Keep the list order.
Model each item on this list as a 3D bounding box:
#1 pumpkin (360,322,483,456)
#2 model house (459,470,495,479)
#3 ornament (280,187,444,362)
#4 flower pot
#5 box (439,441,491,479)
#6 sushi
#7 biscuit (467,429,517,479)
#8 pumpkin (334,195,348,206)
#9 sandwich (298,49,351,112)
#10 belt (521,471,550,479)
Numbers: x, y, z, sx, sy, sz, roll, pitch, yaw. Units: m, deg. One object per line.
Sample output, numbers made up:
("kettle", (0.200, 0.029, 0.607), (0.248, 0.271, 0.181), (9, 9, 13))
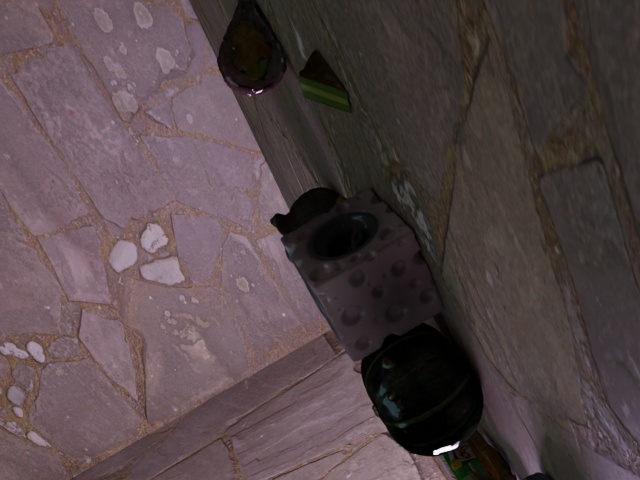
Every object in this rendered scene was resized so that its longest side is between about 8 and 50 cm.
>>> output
("pumpkin", (0.233, 0.349, 1.806), (0.323, 0.241, 0.323), (54, 176, 6))
("model house", (0.466, 0.791, 2.221), (0.214, 0.189, 0.195), (60, 175, -3))
("ornament", (0.091, 0.072, 1.706), (0.239, 0.239, 0.240), (64, 174, -33))
("flower pot", (0.000, 0.000, 2.309), (0.302, 0.213, 0.302), (60, 174, 11))
("box", (0.445, 0.697, 2.403), (0.250, 0.103, 0.180), (57, 175, 14))
("sushi", (-0.190, -0.471, 1.897), (0.241, 0.161, 0.107), (60, 176, -2))
("biscuit", (0.460, 0.589, 1.990), (0.197, 0.049, 0.301), (59, 176, -32))
("pumpkin", (0.115, -0.015, 1.937), (0.254, 0.149, 0.130), (76, -156, -51))
("sandwich", (0.025, -0.319, 1.531), (0.116, 0.074, 0.074), (24, 159, 20))
("belt", (0.469, 0.564, 1.611), (0.163, 0.082, 0.147), (62, 170, -26))
